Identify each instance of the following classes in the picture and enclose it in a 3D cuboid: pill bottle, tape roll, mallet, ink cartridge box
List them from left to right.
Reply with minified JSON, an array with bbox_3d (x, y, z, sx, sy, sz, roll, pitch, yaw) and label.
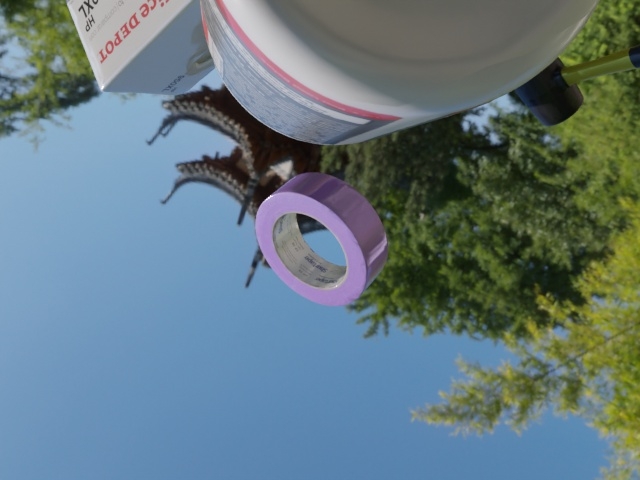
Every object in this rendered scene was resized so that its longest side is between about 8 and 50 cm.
[{"bbox_3d":[-0.251,-0.452,0.987,0.166,0.285,0.395,-15,-100,-51],"label":"ink cartridge box"},{"bbox_3d":[0.000,0.000,1.403,0.275,0.275,0.090,28,-134,22],"label":"tape roll"},{"bbox_3d":[0.020,-0.175,0.474,0.210,0.210,0.363,14,-178,-10],"label":"pill bottle"},{"bbox_3d":[0.208,-0.113,0.452,0.062,0.039,0.189,49,159,-26],"label":"mallet"}]
